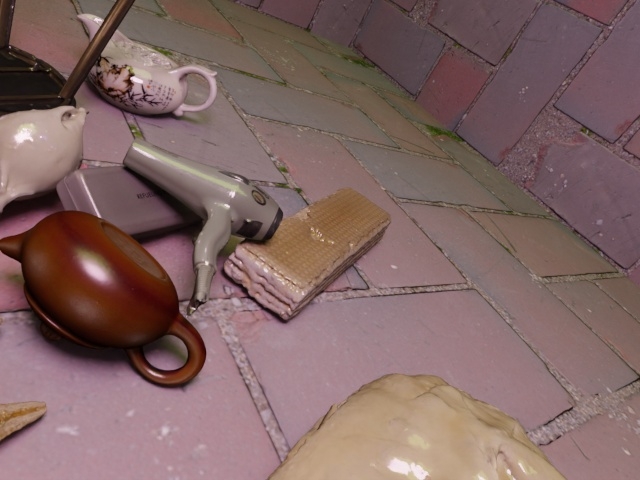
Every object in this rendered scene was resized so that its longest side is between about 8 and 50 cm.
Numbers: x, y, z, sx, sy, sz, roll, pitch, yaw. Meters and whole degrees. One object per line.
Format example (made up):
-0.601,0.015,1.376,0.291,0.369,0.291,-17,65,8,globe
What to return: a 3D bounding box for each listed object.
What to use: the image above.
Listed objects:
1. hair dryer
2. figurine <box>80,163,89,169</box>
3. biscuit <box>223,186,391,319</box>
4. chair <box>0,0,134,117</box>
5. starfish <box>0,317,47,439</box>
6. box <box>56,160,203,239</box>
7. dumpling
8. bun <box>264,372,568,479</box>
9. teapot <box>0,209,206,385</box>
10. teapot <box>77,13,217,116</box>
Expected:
-0.183,-0.044,0.610,0.229,0.092,0.267,36,28,0,hair dryer
-0.356,-0.083,0.694,0.129,0.054,0.072,46,16,25,figurine
0.000,0.000,0.865,0.144,0.078,0.426,35,30,11,biscuit
-0.500,-0.410,0.710,0.362,0.410,0.365,37,30,10,chair
-0.355,0.141,0.366,0.138,0.050,0.247,42,30,20,starfish
-0.254,-0.061,0.700,0.103,0.055,0.244,65,27,0,box
-0.401,-0.114,0.630,0.155,0.111,0.181,2,26,22,dumpling
0.121,0.275,0.433,0.365,0.202,0.364,22,33,-15,bun
-0.236,0.071,0.522,0.252,0.135,0.178,46,-1,-7,teapot
-0.371,-0.360,1.017,0.300,0.165,0.208,14,20,-8,teapot
